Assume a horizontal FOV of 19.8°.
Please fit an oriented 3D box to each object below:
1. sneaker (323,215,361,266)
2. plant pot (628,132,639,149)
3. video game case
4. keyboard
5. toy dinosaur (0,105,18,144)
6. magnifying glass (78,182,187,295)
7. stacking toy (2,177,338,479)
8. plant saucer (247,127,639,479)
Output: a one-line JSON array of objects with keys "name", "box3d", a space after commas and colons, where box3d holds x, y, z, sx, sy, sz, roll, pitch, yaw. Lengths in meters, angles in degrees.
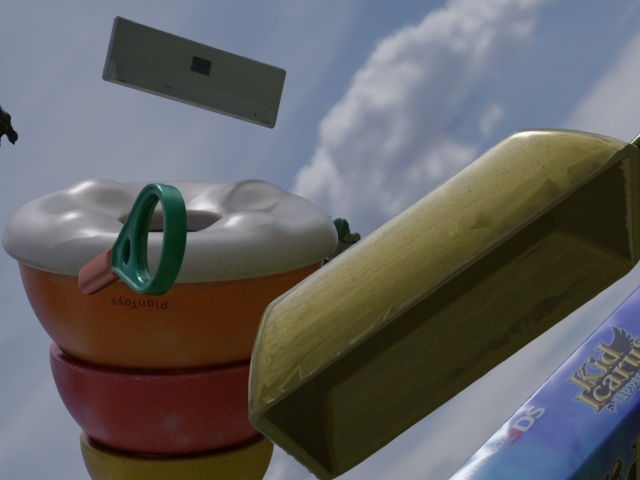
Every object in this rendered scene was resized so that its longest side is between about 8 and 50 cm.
[{"name": "sneaker", "box3d": [0.000, 0.000, 2.171, 0.065, 0.076, 0.166, -64, -17, -14]}, {"name": "plant pot", "box3d": [0.477, -0.068, 2.033, 0.227, 0.228, 0.207, -41, 23, -19]}, {"name": "video game case", "box3d": [0.180, 0.164, 1.037, 0.269, 0.061, 0.244, -40, -49, -37]}, {"name": "keyboard", "box3d": [-0.138, -0.187, 2.068, 0.256, 0.014, 0.072, 13, -98, -44]}, {"name": "toy dinosaur", "box3d": [-0.280, -0.096, 1.261, 0.268, 0.118, 0.064, -32, -5, 11]}, {"name": "magnifying glass", "box3d": [-0.162, 0.012, 1.566, 0.026, 0.092, 0.231, 6, -14, -25]}, {"name": "stacking toy", "box3d": [-0.161, 0.185, 1.969, 0.350, 0.351, 0.480, -20, -65, -59]}, {"name": "plant saucer", "box3d": [0.092, 0.043, 1.424, 0.333, 0.081, 0.333, -36, -18, -1]}]
